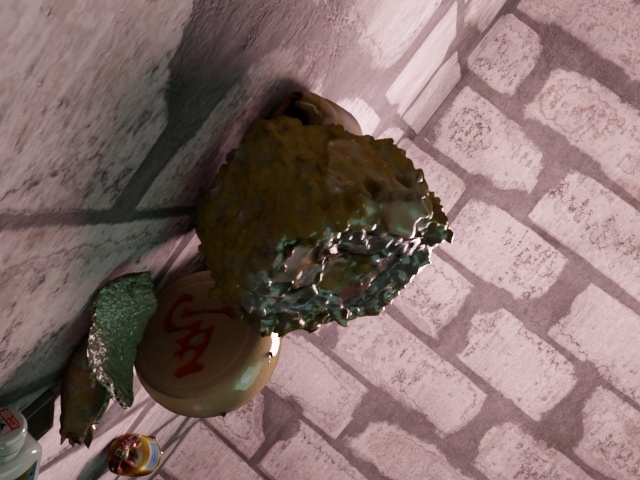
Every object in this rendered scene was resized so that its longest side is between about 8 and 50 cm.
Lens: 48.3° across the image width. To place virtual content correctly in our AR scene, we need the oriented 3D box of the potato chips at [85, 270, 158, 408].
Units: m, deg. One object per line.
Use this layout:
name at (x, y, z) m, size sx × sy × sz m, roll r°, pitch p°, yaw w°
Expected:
potato chips at (-0.294, 0.146, 1.086) m, size 0.167 × 0.059 × 0.228 m, roll -12°, pitch 115°, yaw -72°

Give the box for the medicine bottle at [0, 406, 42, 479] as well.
medicine bottle at (-0.463, 0.335, 1.018) m, size 0.121 × 0.083 × 0.229 m, roll -26°, pitch 147°, yaw -50°

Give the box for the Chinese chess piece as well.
Chinese chess piece at (-0.200, 0.180, 1.268) m, size 0.273 × 0.273 × 0.102 m, roll -49°, pitch 147°, yaw -17°

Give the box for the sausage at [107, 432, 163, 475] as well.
sausage at (-0.515, 0.580, 1.933) m, size 0.125 × 0.117 × 0.317 m, roll -27°, pitch 165°, yaw -12°

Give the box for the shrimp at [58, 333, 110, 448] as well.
shrimp at (-0.372, 0.234, 1.205) m, size 0.168 × 0.077 × 0.317 m, roll -41°, pitch 162°, yaw -56°

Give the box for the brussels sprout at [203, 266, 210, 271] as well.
brussels sprout at (-0.138, 0.117, 1.472) m, size 0.271 × 0.219 × 0.210 m, roll -20°, pitch -165°, yaw 42°

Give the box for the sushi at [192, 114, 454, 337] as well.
sushi at (0.002, -0.025, 1.161) m, size 0.396 × 0.240 × 0.351 m, roll 2°, pitch 142°, yaw -43°

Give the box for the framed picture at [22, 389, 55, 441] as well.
framed picture at (-0.504, 0.336, 1.128) m, size 0.203 × 0.015 × 0.150 m, roll -45°, pitch 170°, yaw -38°

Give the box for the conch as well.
conch at (-0.017, -0.197, 1.233) m, size 0.158 × 0.127 × 0.255 m, roll -25°, pitch 151°, yaw 5°
